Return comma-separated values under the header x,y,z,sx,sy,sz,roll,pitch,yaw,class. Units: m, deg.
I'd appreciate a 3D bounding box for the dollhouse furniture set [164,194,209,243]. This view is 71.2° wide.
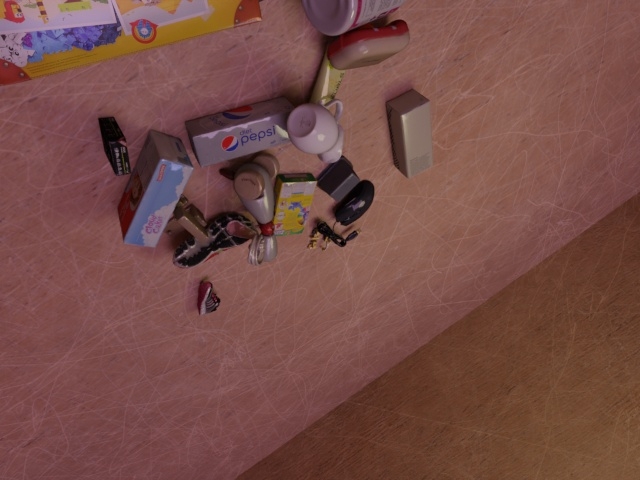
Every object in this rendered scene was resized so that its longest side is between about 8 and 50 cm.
x,y,z,sx,sy,sz,roll,pitch,yaw,class
-0.410,-0.038,1.278,0.123,0.151,0.144,-35,138,2,dollhouse furniture set

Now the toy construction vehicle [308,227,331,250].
x,y,z,sx,sy,sz,roll,pitch,yaw,class
0.000,0.000,1.673,0.086,0.035,0.098,0,129,-33,toy construction vehicle

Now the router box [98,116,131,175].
x,y,z,sx,sy,sz,roll,pitch,yaw,class
-0.489,-0.224,1.064,0.038,0.122,0.092,-16,137,-29,router box

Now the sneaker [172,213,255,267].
x,y,z,sx,sy,sz,roll,pitch,yaw,class
-0.342,0.003,1.417,0.279,0.107,0.118,-27,180,-27,sneaker

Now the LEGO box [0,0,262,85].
x,y,z,sx,sy,sz,roll,pitch,yaw,class
-0.394,-0.534,0.768,0.500,0.193,0.372,-22,138,-14,LEGO box

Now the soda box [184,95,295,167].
x,y,z,sx,sy,sz,roll,pitch,yaw,class
-0.206,-0.296,1.204,0.286,0.091,0.098,-20,137,-15,soda box

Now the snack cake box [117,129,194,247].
x,y,z,sx,sy,sz,roll,pitch,yaw,class
-0.437,-0.131,1.167,0.089,0.152,0.264,12,122,-41,snack cake box

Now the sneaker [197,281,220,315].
x,y,z,sx,sy,sz,roll,pitch,yaw,class
-0.393,0.203,1.595,0.075,0.063,0.170,-6,137,-28,sneaker

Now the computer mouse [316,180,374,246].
x,y,z,sx,sy,sz,roll,pitch,yaw,class
0.127,-0.081,1.634,0.262,0.060,0.184,-44,135,2,computer mouse

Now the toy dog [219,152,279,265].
x,y,z,sx,sy,sz,roll,pitch,yaw,class
-0.217,-0.096,1.332,0.220,0.161,0.333,-25,122,-72,toy dog

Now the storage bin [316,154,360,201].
x,y,z,sx,sy,sz,roll,pitch,yaw,class
0.065,-0.194,1.484,0.135,0.091,0.098,-44,139,13,storage bin

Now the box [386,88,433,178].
x,y,z,sx,sy,sz,roll,pitch,yaw,class
0.300,-0.347,1.486,0.113,0.094,0.275,-28,139,-8,box

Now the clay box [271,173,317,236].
x,y,z,sx,sy,sz,roll,pitch,yaw,class
-0.099,-0.114,1.483,0.127,0.053,0.222,-7,134,-29,clay box

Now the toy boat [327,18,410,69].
x,y,z,sx,sy,sz,roll,pitch,yaw,class
0.118,-0.541,1.158,0.231,0.151,0.151,-22,101,-30,toy boat

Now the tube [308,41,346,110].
x,y,z,sx,sy,sz,roll,pitch,yaw,class
0.014,-0.424,1.253,0.240,0.062,0.070,-65,175,24,tube

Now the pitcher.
x,y,z,sx,sy,sz,roll,pitch,yaw,class
0.000,-0.313,1.199,0.207,0.125,0.177,7,96,-66,pitcher

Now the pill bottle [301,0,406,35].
x,y,z,sx,sy,sz,roll,pitch,yaw,class
0.104,-0.587,1.020,0.283,0.160,0.160,-37,145,-30,pill bottle
